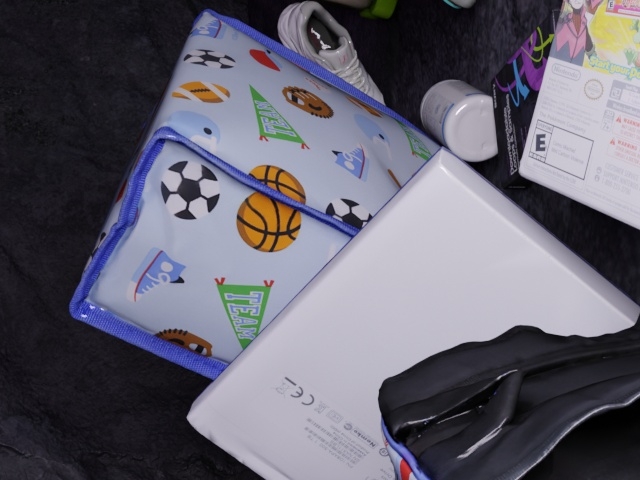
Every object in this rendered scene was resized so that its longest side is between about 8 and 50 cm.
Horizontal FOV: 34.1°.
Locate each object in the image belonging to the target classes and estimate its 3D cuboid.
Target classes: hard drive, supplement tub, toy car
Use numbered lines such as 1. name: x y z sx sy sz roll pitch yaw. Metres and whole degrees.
1. hard drive: 0.068 0.103 0.816 0.318 0.210 0.040 -46 12 29
2. supplement tub: 0.150 -0.127 1.093 0.107 0.071 0.071 -116 28 -69
3. toy car: 0.041 -0.430 1.508 0.149 0.155 0.188 -134 57 -75

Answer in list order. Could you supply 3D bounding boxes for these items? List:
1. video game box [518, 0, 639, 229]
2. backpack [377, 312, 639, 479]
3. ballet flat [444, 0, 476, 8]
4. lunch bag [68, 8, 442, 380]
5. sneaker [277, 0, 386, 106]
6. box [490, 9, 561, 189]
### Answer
1. video game box: 0.212 -0.097 0.595 0.205 0.048 0.187 36 121 54
2. backpack: 0.163 0.134 0.505 0.276 0.264 0.213 -154 63 -77
3. ballet flat: 0.147 -0.337 1.160 0.068 0.072 0.213 -49 35 32
4. lunch bag: 0.000 0.000 0.987 0.239 0.386 0.327 -58 15 29
5. sneaker: 0.024 -0.245 1.506 0.232 0.090 0.115 52 171 -10
6. box: 0.198 -0.123 0.950 0.162 0.029 0.116 122 146 -73
